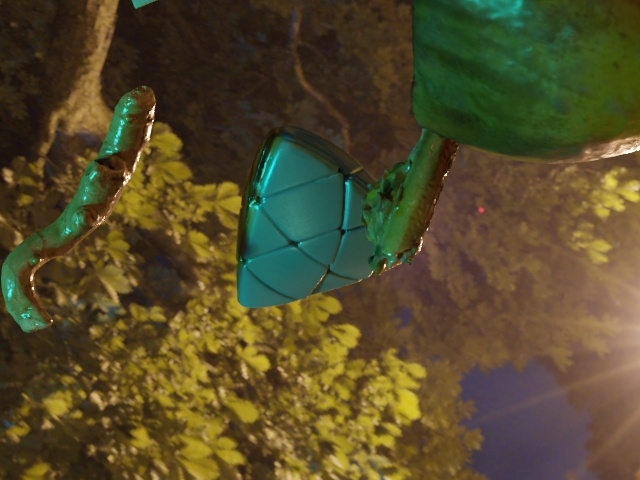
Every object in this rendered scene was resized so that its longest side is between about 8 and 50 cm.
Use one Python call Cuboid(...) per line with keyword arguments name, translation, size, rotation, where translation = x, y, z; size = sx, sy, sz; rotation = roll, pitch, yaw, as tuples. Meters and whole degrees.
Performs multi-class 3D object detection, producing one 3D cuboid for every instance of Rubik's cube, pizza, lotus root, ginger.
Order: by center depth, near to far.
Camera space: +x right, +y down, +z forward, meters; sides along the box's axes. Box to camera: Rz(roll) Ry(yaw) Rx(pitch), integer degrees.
Cuboid(name="lotus root", translation=(0.176, -0.143, 0.615), size=(0.199, 0.180, 0.188), rotation=(-49, -31, -24))
Cuboid(name="pizza", translation=(0.070, -0.047, 0.825), size=(0.195, 0.052, 0.185), rotation=(126, 169, -72))
Cuboid(name="ginger", translation=(-0.251, -0.035, 0.990), size=(0.075, 0.089, 0.288), rotation=(33, -95, -14))
Cuboid(name="Rubik's cube", translation=(0.000, 0.000, 1.151), size=(0.254, 0.254, 0.254), rotation=(-23, -55, -38))

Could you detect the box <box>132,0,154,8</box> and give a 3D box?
Cuboid(name="box", translation=(-0.201, -0.422, 1.149), size=(0.162, 0.041, 0.229), rotation=(-19, -69, 6))
